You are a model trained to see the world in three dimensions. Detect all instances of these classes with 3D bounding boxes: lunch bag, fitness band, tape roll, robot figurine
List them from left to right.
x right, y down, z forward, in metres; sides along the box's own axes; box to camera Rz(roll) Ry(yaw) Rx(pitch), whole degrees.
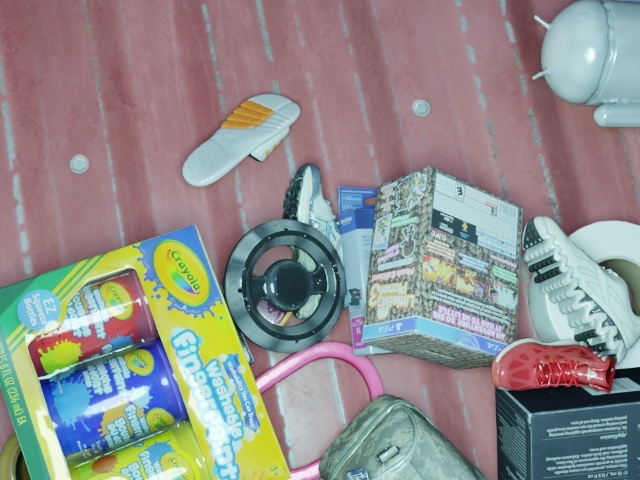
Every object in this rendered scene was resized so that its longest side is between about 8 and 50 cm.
[{"bbox_3d":[-0.021,0.308,1.555,0.290,0.054,0.209,-32,84,-12],"label":"fitness band"},{"bbox_3d":[0.166,0.419,1.421,0.212,0.256,0.305,-45,101,-11],"label":"lunch bag"},{"bbox_3d":[0.541,0.110,1.630,0.286,0.100,0.286,1,78,-6],"label":"tape roll"},{"bbox_3d":[0.579,-0.354,1.669,0.353,0.200,0.300,4,70,-5],"label":"robot figurine"}]

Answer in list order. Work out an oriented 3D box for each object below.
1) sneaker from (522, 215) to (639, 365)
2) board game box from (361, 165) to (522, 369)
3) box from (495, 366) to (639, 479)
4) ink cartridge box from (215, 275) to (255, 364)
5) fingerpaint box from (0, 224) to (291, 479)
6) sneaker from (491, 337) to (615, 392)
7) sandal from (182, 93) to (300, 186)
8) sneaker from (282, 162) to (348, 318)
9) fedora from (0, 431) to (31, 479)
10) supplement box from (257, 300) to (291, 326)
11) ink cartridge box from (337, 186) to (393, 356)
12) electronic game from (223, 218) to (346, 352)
[{"bbox_3d":[0.462,0.075,1.531,0.118,0.110,0.292,-34,92,-19],"label":"sneaker"},{"bbox_3d":[0.215,0.055,1.510,0.232,0.141,0.291,20,67,-31],"label":"board game box"},{"bbox_3d":[0.488,0.397,1.485,0.343,0.179,0.313,-4,98,-7],"label":"box"},{"bbox_3d":[-0.252,0.166,1.561,0.206,0.045,0.208,-24,81,-10],"label":"ink cartridge box"},{"bbox_3d":[-0.303,0.247,1.413,0.371,0.163,0.445,-18,80,-16],"label":"fingerpaint box"},{"bbox_3d":[0.396,0.209,1.433,0.221,0.128,0.087,-9,99,-31],"label":"sneaker"},{"bbox_3d":[-0.149,-0.176,1.620,0.102,0.076,0.265,37,65,25],"label":"sandal"},{"bbox_3d":[0.000,0.000,1.603,0.122,0.110,0.283,0,86,-18],"label":"sneaker"},{"bbox_3d":[-0.448,0.394,1.478,0.194,0.079,0.195,1,82,-8],"label":"fedora"},{"bbox_3d":[-0.097,0.127,1.580,0.083,0.055,0.043,33,76,0],"label":"supplement box"},{"bbox_3d":[0.132,0.049,1.582,0.185,0.065,0.311,1,76,-33],"label":"ink cartridge box"},{"bbox_3d":[-0.058,0.077,1.492,0.229,0.048,0.229,3,84,-28],"label":"electronic game"}]
